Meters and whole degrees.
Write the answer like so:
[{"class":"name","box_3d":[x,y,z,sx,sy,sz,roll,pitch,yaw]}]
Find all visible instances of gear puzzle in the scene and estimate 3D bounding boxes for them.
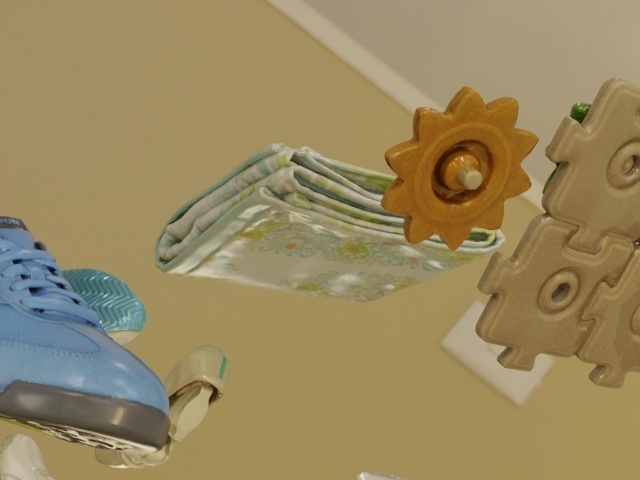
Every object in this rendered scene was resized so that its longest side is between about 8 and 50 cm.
[{"class":"gear puzzle","box_3d":[0.163,-0.005,0.596,0.339,0.044,0.175,13,110,-34]}]

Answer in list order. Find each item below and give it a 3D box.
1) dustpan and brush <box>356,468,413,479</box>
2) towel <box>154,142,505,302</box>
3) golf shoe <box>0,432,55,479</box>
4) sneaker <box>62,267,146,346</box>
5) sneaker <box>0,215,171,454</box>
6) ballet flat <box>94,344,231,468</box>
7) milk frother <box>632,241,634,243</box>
[{"class":"dustpan and brush","box_3d":[0.090,0.363,1.101,0.060,0.147,0.211,48,54,-68]},{"class":"towel","box_3d":[0.000,0.000,1.310,0.374,0.321,0.090,-26,-125,58]},{"class":"golf shoe","box_3d":[-0.276,0.269,1.068,0.086,0.176,0.069,-30,150,11]},{"class":"sneaker","box_3d":[-0.267,0.091,1.059,0.092,0.229,0.087,63,35,-36]},{"class":"sneaker","box_3d":[-0.128,0.026,0.407,0.069,0.209,0.082,37,70,-44]},{"class":"ballet flat","box_3d":[-0.199,0.229,1.299,0.248,0.086,0.086,-47,171,23]},{"class":"milk frother","box_3d":[0.262,-0.007,0.721,0.135,0.143,0.129,43,70,-49]}]
